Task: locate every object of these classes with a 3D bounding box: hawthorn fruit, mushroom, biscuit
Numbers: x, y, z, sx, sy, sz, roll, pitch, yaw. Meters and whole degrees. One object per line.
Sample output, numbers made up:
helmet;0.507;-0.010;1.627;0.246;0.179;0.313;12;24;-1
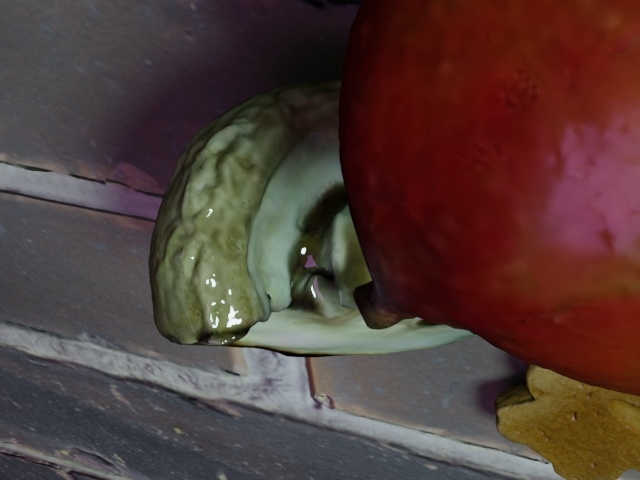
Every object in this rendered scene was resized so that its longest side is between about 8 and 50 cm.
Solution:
hawthorn fruit;0.157;-0.078;0.433;0.295;0.311;0.295;50;154;37
mushroom;0.018;-0.011;0.698;0.267;0.164;0.189;-5;169;-14
biscuit;0.240;0.121;0.810;0.166;0.036;0.225;36;137;-11
